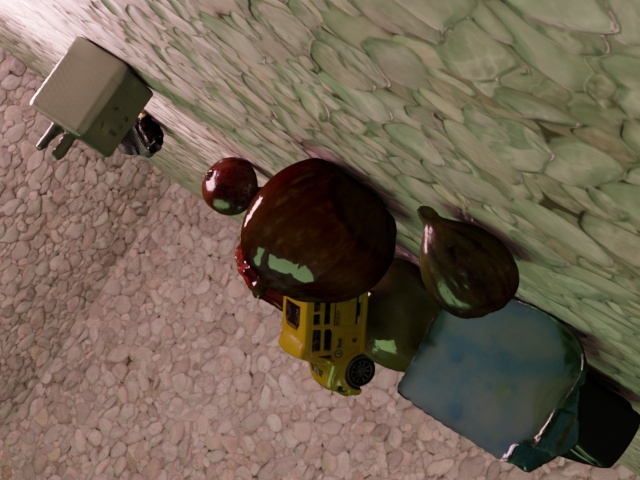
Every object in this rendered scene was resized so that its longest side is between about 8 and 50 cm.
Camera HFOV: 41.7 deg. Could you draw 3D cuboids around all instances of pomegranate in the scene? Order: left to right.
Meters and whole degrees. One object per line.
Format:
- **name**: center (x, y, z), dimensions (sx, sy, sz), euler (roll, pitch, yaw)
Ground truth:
- **pomegranate**: center (-0.173, -0.106, 1.788), dimensions (0.159, 0.130, 0.129), euler (27, 175, -4)

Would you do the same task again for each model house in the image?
- **model house**: center (0.316, 0.234, 1.351), dimensions (0.261, 0.226, 0.241), euler (29, 176, 42)

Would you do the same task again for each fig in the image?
- **fig**: center (0.169, 0.020, 1.016), dimensions (0.155, 0.109, 0.103), euler (62, -176, 3)

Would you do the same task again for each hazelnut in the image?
- **hazelnut**: center (0.000, 0.000, 1.232), dimensions (0.234, 0.218, 0.218), euler (39, 173, -28)

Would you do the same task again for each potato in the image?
- **potato**: center (0.192, 0.174, 1.654), dimensions (0.351, 0.203, 0.218), euler (33, 178, -13)

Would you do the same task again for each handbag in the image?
- **handbag**: center (0.421, 0.305, 1.583), dimensions (0.275, 0.178, 0.302), euler (33, 175, 8)

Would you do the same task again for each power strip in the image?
- **power strip**: center (-0.452, -0.249, 1.614), dimensions (0.139, 0.224, 0.140), euler (32, 175, 15)

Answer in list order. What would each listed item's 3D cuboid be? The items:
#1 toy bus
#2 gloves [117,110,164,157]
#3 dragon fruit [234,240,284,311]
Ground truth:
- **toy bus**: center (0.010, 0.112, 1.508), dimensions (0.151, 0.332, 0.145), euler (-1, -169, -27)
- **gloves**: center (-0.459, -0.289, 2.155), dimensions (0.129, 0.106, 0.181), euler (33, 147, -4)
- **dragon fruit**: center (-0.005, 0.058, 1.760), dimensions (0.330, 0.302, 0.240), euler (39, 142, -3)
